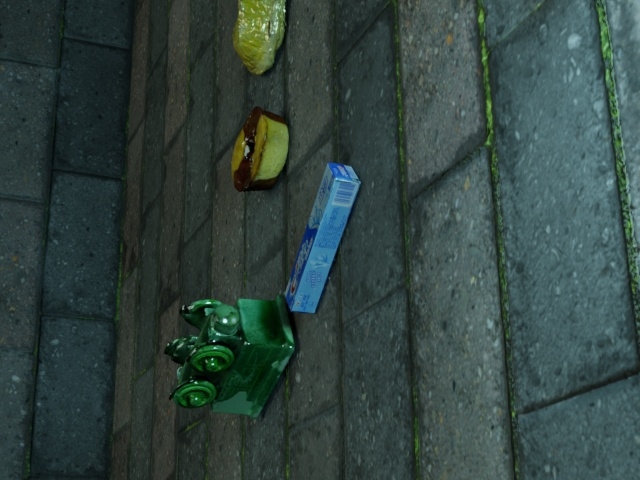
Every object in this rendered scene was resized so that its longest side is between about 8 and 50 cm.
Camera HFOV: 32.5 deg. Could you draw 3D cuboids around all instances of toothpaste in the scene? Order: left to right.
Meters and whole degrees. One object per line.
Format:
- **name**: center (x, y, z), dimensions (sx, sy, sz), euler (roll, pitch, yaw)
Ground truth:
- **toothpaste**: center (0.000, 0.000, 1.905), dimensions (0.066, 0.053, 0.272), euler (-117, 39, -55)

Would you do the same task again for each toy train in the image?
- **toy train**: center (-0.180, 0.218, 2.082), dimensions (0.145, 0.201, 0.266), euler (-104, 29, -41)

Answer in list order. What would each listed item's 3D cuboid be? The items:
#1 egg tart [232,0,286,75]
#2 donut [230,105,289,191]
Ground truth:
- **egg tart**: center (-0.142, -0.480, 2.379), dimensions (0.232, 0.098, 0.252), euler (-108, 29, -54)
- **donut**: center (-0.122, -0.181, 2.245), dimensions (0.166, 0.073, 0.184), euler (-106, 32, -47)
